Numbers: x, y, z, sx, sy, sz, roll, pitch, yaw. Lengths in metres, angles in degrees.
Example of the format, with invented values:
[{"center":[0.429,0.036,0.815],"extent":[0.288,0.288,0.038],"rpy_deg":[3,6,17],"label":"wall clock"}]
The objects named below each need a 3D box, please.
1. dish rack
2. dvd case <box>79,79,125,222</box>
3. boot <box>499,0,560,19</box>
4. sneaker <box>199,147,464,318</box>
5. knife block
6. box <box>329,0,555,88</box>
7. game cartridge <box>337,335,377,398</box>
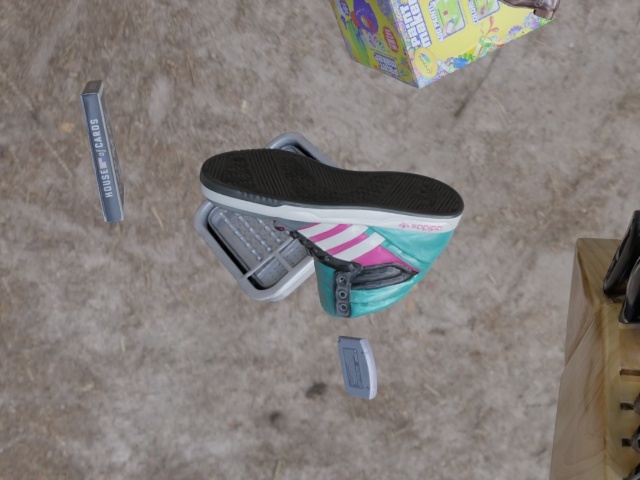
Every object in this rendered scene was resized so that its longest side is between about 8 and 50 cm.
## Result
[{"center":[-0.070,-0.041,1.743],"extent":[0.285,0.333,0.072],"rpy_deg":[-43,136,-2],"label":"dish rack"},{"center":[-0.316,-0.137,1.339],"extent":[0.030,0.238,0.179],"rpy_deg":[-11,106,-10],"label":"dvd case"},{"center":[0.297,-0.374,1.264],"extent":[0.107,0.037,0.114],"rpy_deg":[16,116,-9],"label":"boot"},{"center":[0.000,0.000,1.060],"extent":[0.296,0.123,0.178],"rpy_deg":[9,126,-7],"label":"sneaker"},{"center":[0.176,0.105,0.450],"extent":[0.088,0.242,0.275],"rpy_deg":[3,114,8],"label":"knife block"},{"center":[0.201,-0.428,1.619],"extent":[0.279,0.290,0.177],"rpy_deg":[-29,119,-11],"label":"box"},{"center":[0.050,0.169,1.226],"extent":[0.017,0.056,0.083],"rpy_deg":[-16,101,-36],"label":"game cartridge"}]
